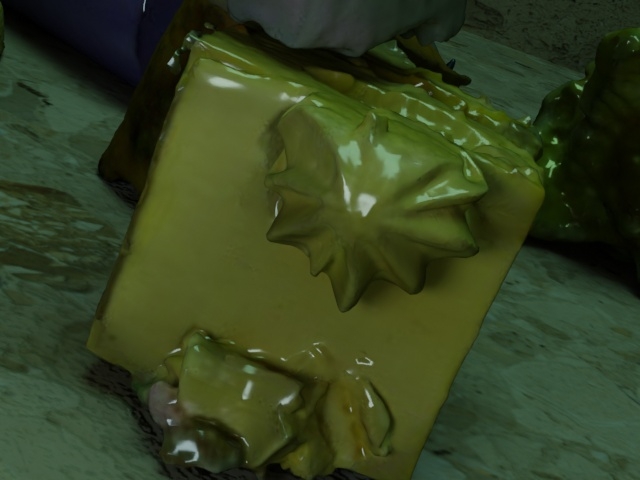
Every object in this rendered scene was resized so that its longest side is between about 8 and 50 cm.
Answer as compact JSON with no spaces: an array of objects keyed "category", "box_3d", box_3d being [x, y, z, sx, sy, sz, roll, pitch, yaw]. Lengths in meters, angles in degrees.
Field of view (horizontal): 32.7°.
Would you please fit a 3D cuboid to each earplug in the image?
[{"category":"earplug","box_3d":[-0.274,-0.323,1.293,0.456,0.215,0.215,29,22,33]}]

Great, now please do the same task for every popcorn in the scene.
[{"category":"popcorn","box_3d":[0.354,-0.096,1.205,0.321,0.326,0.290,61,9,-15]}]

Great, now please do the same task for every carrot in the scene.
[{"category":"carrot","box_3d":[-0.017,-0.142,0.925,0.241,0.340,0.241,29,27,-17]}]

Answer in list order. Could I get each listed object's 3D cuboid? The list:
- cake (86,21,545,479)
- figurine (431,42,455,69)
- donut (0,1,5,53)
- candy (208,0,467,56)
[{"category":"cake","box_3d":[0.000,0.000,0.662,0.222,0.227,0.286,23,21,7]},{"category":"figurine","box_3d":[0.051,-0.170,1.247,0.175,0.197,0.265,42,13,-11]},{"category":"donut","box_3d":[-0.415,-0.246,1.138,0.162,0.065,0.178,31,22,27]},{"category":"candy","box_3d":[0.019,-0.216,0.644,0.137,0.195,0.185,28,26,34]}]
